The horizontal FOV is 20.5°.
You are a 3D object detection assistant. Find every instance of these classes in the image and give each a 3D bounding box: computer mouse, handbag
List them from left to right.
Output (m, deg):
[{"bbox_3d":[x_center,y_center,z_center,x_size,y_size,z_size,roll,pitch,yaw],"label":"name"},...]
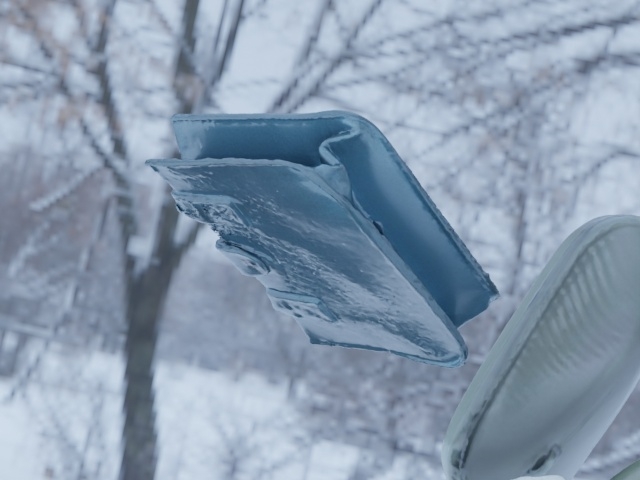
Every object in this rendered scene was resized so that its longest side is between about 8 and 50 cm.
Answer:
[{"bbox_3d":[0.000,0.000,1.216,0.179,0.062,0.229,2,-35,37],"label":"handbag"},{"bbox_3d":[0.234,0.126,1.649,0.095,0.331,0.197,20,-20,42],"label":"computer mouse"}]

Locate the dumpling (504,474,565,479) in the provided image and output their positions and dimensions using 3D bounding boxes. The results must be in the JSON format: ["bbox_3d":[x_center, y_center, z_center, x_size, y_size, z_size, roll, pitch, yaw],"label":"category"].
[{"bbox_3d":[0.132,0.232,1.062,0.127,0.188,0.108,27,-33,3],"label":"dumpling"}]

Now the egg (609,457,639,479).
[{"bbox_3d":[0.277,0.294,1.303,0.258,0.352,0.258,31,-19,12],"label":"egg"}]
